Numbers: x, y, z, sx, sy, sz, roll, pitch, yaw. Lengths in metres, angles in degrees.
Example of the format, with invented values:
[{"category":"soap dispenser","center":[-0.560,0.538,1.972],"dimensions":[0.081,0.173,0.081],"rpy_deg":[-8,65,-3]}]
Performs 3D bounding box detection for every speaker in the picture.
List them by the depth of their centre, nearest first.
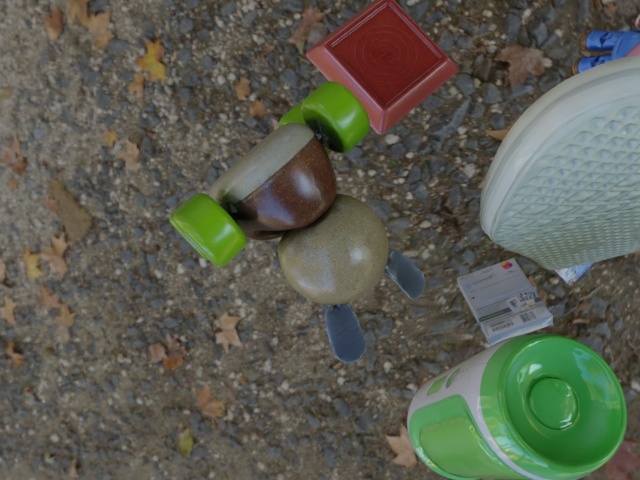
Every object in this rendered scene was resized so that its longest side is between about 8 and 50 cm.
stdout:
[{"category":"speaker","center":[0.178,0.182,0.588],"dimensions":[0.131,0.131,0.296],"rpy_deg":[53,162,14]}]

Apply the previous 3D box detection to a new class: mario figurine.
[{"category":"mario figurine","center":[0.730,-0.400,1.260],"dimensions":[0.320,0.170,0.198],"rpy_deg":[38,149,65]}]

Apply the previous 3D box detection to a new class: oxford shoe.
[{"category":"oxford shoe","center":[0.233,-0.063,0.526],"dimensions":[0.169,0.449,0.130],"rpy_deg":[-14,76,22]}]

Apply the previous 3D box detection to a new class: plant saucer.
[{"category":"plant saucer","center":[0.145,-0.413,1.288],"dimensions":[0.259,0.048,0.258],"rpy_deg":[-40,85,-13]}]

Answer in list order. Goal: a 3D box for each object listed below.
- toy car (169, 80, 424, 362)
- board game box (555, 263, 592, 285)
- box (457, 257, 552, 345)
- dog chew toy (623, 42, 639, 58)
[{"category":"toy car","center":[0.000,0.000,0.465],"dimensions":[0.155,0.149,0.188],"rpy_deg":[-43,102,-11]},{"category":"board game box","center":[0.643,0.062,1.443],"dimensions":[0.090,0.090,0.020],"rpy_deg":[-49,40,9]},{"category":"box","center":[0.413,0.135,1.295],"dimensions":[0.145,0.038,0.186],"rpy_deg":[-20,43,2]},{"category":"dog chew toy","center":[0.594,-0.223,0.959],"dimensions":[0.207,0.332,0.206],"rpy_deg":[-1,88,26]}]
